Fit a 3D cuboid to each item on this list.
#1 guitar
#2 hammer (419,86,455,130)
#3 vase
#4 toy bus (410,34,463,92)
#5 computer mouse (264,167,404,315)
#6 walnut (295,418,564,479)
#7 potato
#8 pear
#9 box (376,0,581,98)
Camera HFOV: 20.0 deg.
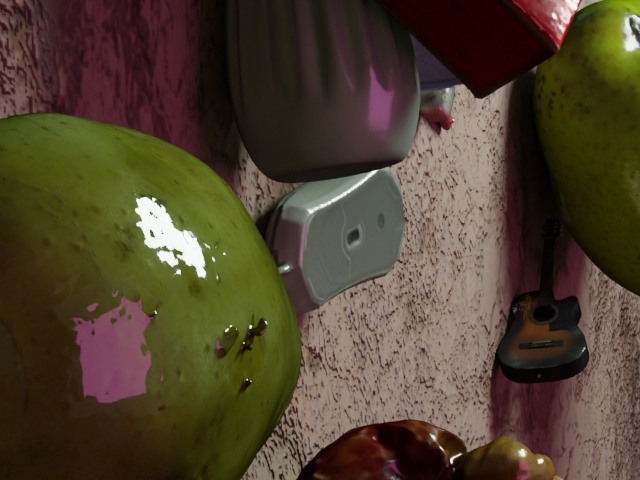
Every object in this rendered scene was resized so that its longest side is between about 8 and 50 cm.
[{"bbox_3d":[0.232,0.056,1.859,0.233,0.088,0.025,-78,156,-48],"label":"guitar"},{"bbox_3d":[0.106,-0.119,1.610,0.083,0.031,0.052,64,34,-65],"label":"hammer"},{"bbox_3d":[-0.008,-0.167,1.224,0.128,0.128,0.248,-1,81,-67],"label":"vase"},{"bbox_3d":[0.054,-0.280,1.355,0.136,0.109,0.330,-109,-167,-75],"label":"toy bus"},{"bbox_3d":[0.000,0.000,1.323,0.181,0.056,0.089,-30,113,-56],"label":"computer mouse"},{"bbox_3d":[0.083,0.262,1.325,0.244,0.222,0.269,-38,147,-28],"label":"walnut"},{"bbox_3d":[-0.123,0.046,0.855,0.304,0.216,0.216,-12,102,-76],"label":"potato"},{"bbox_3d":[0.350,-0.106,1.870,0.238,0.342,0.318,-47,117,-20],"label":"pear"},{"bbox_3d":[0.051,-0.269,1.182,0.313,0.089,0.197,41,50,-15],"label":"box"}]
